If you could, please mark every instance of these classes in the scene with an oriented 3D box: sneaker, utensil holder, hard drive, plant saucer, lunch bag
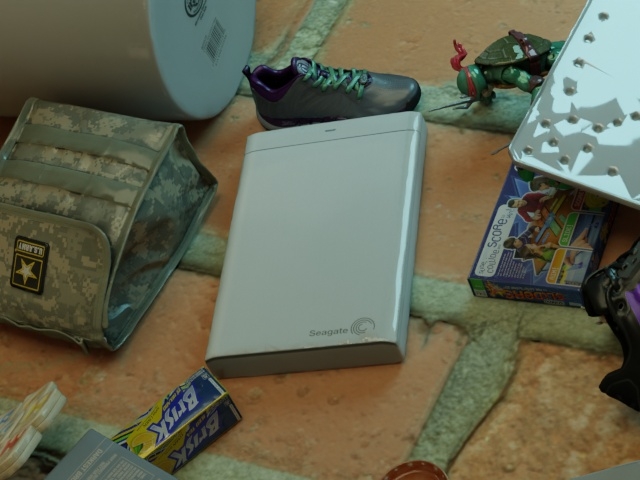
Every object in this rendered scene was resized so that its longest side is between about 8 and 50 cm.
[{"bbox_3d":[0.343,0.033,1.757,0.146,0.102,0.293,7,82,10],"label":"sneaker"},{"bbox_3d":[-0.321,-0.318,2.278,0.385,0.327,0.327,4,53,24],"label":"utensil holder"},{"bbox_3d":[0.000,0.000,2.058,0.233,0.047,0.353,-7,50,18],"label":"hard drive"},{"bbox_3d":[0.097,0.269,1.807,0.083,0.013,0.083,-11,48,13],"label":"plant saucer"},{"bbox_3d":[0.012,-0.192,2.182,0.224,0.098,0.083,-5,50,19],"label":"sneaker"},{"bbox_3d":[-0.303,-0.012,2.118,0.235,0.169,0.287,12,65,27],"label":"lunch bag"}]

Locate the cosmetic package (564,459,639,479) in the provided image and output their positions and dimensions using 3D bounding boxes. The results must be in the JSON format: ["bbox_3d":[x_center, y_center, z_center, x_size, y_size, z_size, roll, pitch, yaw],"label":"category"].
[{"bbox_3d":[0.295,0.337,1.589,0.107,0.127,0.238,-15,49,11],"label":"cosmetic package"}]

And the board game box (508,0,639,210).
[{"bbox_3d":[0.462,-0.159,1.932,0.390,0.050,0.390,21,61,17],"label":"board game box"}]

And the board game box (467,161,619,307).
[{"bbox_3d":[0.263,-0.018,1.971,0.136,0.035,0.201,6,54,27],"label":"board game box"}]

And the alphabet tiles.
[{"bbox_3d":[-0.398,0.264,1.902,0.284,0.021,0.278,-35,15,31],"label":"alphabet tiles"}]

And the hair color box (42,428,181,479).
[{"bbox_3d":[-0.107,0.347,1.706,0.374,0.185,0.113,24,61,36],"label":"hair color box"}]

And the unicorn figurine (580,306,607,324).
[{"bbox_3d":[0.372,0.070,1.842,0.111,0.060,0.162,22,46,36],"label":"unicorn figurine"}]

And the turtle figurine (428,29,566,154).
[{"bbox_3d":[0.249,-0.195,2.063,0.234,0.118,0.175,-19,33,-6],"label":"turtle figurine"}]

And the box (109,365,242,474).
[{"bbox_3d":[-0.174,0.221,1.931,0.169,0.059,0.054,-38,50,-11],"label":"box"}]
